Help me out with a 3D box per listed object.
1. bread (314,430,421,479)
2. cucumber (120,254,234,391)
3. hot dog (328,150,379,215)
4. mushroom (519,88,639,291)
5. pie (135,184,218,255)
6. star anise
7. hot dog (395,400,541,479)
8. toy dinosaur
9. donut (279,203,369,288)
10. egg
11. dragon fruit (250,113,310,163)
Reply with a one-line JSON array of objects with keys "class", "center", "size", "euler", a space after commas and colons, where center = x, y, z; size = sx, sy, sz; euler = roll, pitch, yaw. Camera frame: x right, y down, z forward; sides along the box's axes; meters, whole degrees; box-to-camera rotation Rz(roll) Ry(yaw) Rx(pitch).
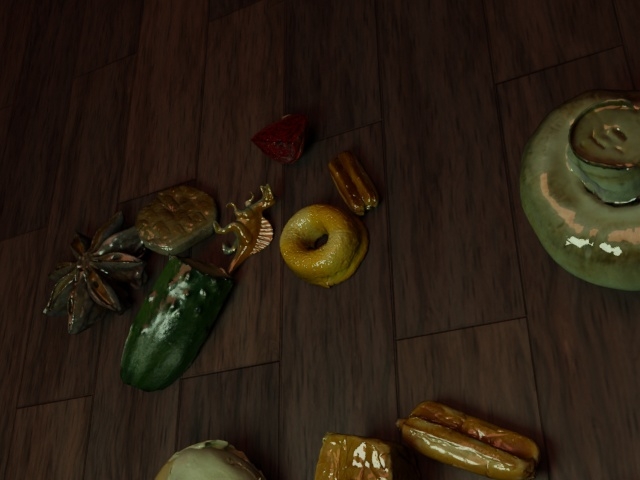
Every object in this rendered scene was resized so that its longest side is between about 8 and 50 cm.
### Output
[{"class": "bread", "center": [0.081, 0.400, 1.252], "size": [0.143, 0.158, 0.149], "euler": [-3, 70, 28]}, {"class": "cucumber", "center": [-0.314, 0.192, 1.597], "size": [0.105, 0.145, 0.325], "euler": [35, 97, 37]}, {"class": "hot dog", "center": [0.067, -0.123, 1.587], "size": [0.071, 0.045, 0.165], "euler": [-36, 53, 13]}, {"class": "mushroom", "center": [0.484, -0.096, 1.187], "size": [0.352, 0.260, 0.352], "euler": [-12, 58, 20]}, {"class": "pie", "center": [-0.334, -0.053, 1.751], "size": [0.195, 0.046, 0.195], "euler": [-1, 52, 1]}, {"class": "star anise", "center": [-0.522, 0.078, 1.799], "size": [0.331, 0.117, 0.332], "euler": [-20, 52, 28]}, {"class": "hot dog", "center": [0.236, 0.333, 1.242], "size": [0.249, 0.076, 0.102], "euler": [13, 37, 33]}, {"class": "toy dinosaur", "center": [-0.156, -0.010, 1.670], "size": [0.142, 0.057, 0.212], "euler": [-9, 93, 9]}, {"class": "donut", "center": [-0.001, 0.001, 1.548], "size": [0.190, 0.074, 0.174], "euler": [36, 88, 38]}, {"class": "egg", "center": [-0.214, 0.482, 1.362], "size": [0.244, 0.201, 0.201], "euler": [-52, 51, 14]}, {"class": "dragon fruit", "center": [-0.064, -0.228, 1.703], "size": [0.162, 0.083, 0.106], "euler": [7, 51, 52]}]
